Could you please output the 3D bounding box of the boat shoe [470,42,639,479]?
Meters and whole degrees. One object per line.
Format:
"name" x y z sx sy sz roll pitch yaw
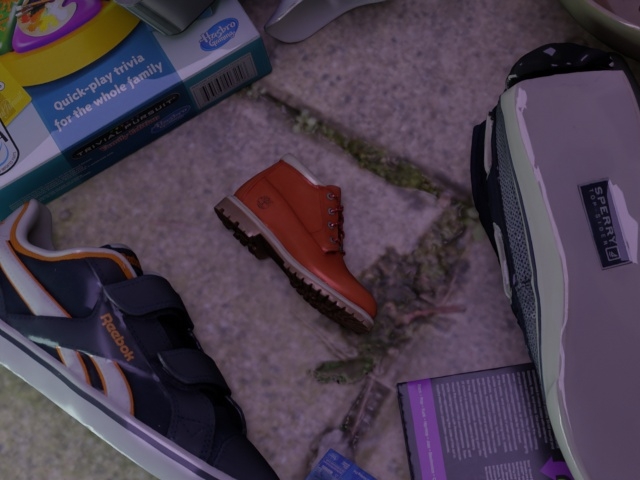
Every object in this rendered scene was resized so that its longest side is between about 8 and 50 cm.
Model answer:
"boat shoe" 0.193 0.038 1.204 0.127 0.158 0.340 -7 82 -9

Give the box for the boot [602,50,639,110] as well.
"boot" 0.301 -0.043 1.262 0.161 0.083 0.246 -15 73 -11

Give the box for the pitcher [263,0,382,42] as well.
"pitcher" 0.018 -0.282 1.326 0.178 0.125 0.207 -13 81 5

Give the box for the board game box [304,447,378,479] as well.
"board game box" 0.014 0.211 1.211 0.090 0.020 0.090 30 73 34

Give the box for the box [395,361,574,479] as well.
"box" 0.145 0.152 1.231 0.162 0.029 0.116 -9 73 4

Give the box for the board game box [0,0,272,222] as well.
"board game box" -0.235 -0.218 1.353 0.254 0.079 0.336 -31 73 -4

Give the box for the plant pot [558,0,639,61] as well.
"plant pot" 0.286 -0.240 1.251 0.284 0.191 0.284 -2 72 5

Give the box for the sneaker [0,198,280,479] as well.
"sneaker" -0.140 0.084 1.227 0.321 0.126 0.127 34 85 16

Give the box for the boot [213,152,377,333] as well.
"boot" 0.000 0.000 1.277 0.084 0.059 0.158 -42 73 -13

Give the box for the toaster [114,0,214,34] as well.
"toaster" -0.128 -0.262 1.240 0.186 0.110 0.168 -43 76 8
